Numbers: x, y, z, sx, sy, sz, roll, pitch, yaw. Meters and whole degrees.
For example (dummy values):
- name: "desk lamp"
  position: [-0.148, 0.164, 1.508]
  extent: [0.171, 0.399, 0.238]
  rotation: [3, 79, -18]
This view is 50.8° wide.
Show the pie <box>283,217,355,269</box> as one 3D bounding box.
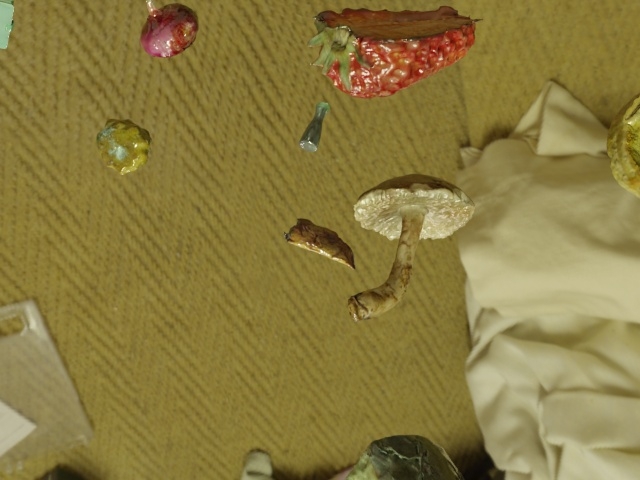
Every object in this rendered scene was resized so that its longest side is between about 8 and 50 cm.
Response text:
- name: "pie"
  position: [0.000, 0.000, 1.420]
  extent: [0.169, 0.092, 0.034]
  rotation: [21, 133, -18]

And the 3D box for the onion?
- name: "onion"
  position: [-0.364, -0.509, 1.554]
  extent: [0.150, 0.150, 0.140]
  rotation: [-29, 140, 1]

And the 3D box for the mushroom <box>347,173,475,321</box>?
- name: "mushroom"
  position: [0.158, 0.013, 1.321]
  extent: [0.232, 0.208, 0.302]
  rotation: [22, 95, -27]

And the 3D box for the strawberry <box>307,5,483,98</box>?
- name: "strawberry"
  position: [0.122, -0.340, 1.231]
  extent: [0.280, 0.253, 0.150]
  rotation: [-27, 129, -40]

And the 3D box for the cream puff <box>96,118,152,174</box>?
- name: "cream puff"
  position: [-0.479, -0.238, 1.680]
  extent: [0.146, 0.116, 0.146]
  rotation: [4, 107, 14]

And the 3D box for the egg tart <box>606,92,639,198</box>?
- name: "egg tart"
  position: [0.632, -0.156, 1.140]
  extent: [0.279, 0.279, 0.095]
  rotation: [-39, 145, 6]

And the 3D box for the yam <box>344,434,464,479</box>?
- name: "yam"
  position: [0.145, 0.409, 0.820]
  extent: [0.201, 0.271, 0.203]
  rotation: [14, 120, -35]

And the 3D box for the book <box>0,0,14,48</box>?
- name: "book"
  position: [-0.587, -0.385, 1.168]
  extent: [0.103, 0.135, 0.017]
  rotation: [6, 68, -28]

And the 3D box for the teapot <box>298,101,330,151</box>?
- name: "teapot"
  position: [-0.010, -0.247, 1.457]
  extent: [0.042, 0.042, 0.111]
  rotation: [31, 66, -24]
